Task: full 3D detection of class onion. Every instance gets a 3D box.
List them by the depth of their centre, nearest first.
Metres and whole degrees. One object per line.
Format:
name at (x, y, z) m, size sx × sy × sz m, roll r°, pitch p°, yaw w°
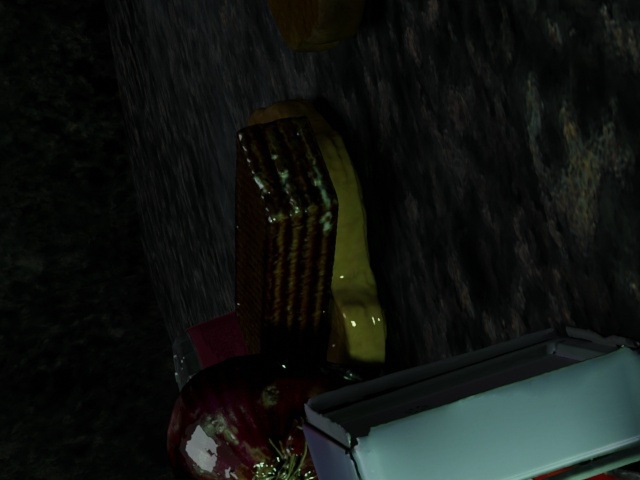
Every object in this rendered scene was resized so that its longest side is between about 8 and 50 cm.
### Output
onion at (-0.023, 0.219, 1.461) m, size 0.221 × 0.281 × 0.281 m, roll -60°, pitch 26°, yaw 12°

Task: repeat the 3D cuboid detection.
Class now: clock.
clock at (0.096, 0.116, 0.944) m, size 0.144 × 0.193 × 0.073 m, roll -177°, pitch 71°, yaw -78°

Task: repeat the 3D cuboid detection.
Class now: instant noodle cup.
instant noodle cup at (-0.079, 0.183, 1.868) m, size 0.258 × 0.181 × 0.302 m, roll -132°, pitch 30°, yaw -68°

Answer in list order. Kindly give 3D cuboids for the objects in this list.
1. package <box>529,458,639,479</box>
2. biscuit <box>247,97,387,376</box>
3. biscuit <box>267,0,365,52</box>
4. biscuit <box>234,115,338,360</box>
package at (0.171, 0.228, 1.011) m, size 0.269 × 0.071 × 0.194 m, roll -3°, pitch 113°, yaw 54°
biscuit at (0.000, 0.000, 1.582) m, size 0.351 × 0.057 × 0.312 m, roll 170°, pitch 85°, yaw -78°
biscuit at (-0.039, -0.355, 1.306) m, size 0.381 × 0.074 × 0.359 m, roll -113°, pitch 15°, yaw -44°
biscuit at (-0.038, 0.029, 1.492) m, size 0.388 × 0.073 × 0.107 m, roll 97°, pitch 157°, yaw -59°
